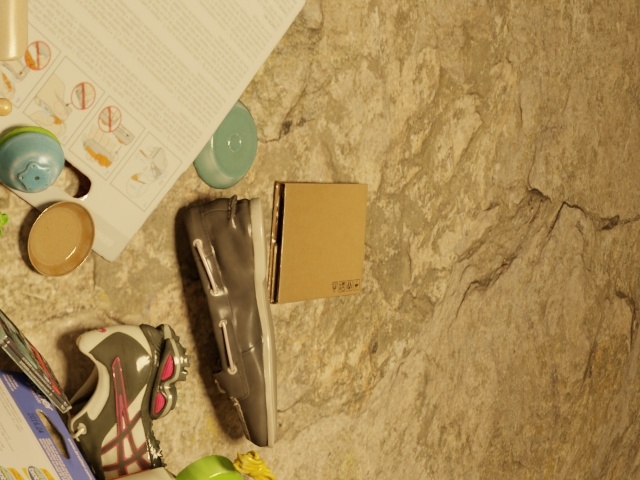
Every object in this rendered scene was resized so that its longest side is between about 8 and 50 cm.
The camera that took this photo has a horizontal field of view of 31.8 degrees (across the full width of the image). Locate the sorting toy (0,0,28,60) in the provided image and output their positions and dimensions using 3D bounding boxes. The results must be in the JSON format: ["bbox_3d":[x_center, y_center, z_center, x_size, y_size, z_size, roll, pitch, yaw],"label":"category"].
[{"bbox_3d":[-0.348,-0.246,0.919,0.208,0.038,0.192,0,98,-9],"label":"sorting toy"}]

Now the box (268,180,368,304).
[{"bbox_3d":[0.000,0.000,1.565,0.201,0.021,0.164,-3,99,-54],"label":"box"}]

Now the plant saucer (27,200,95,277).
[{"bbox_3d":[-0.274,-0.003,1.177,0.083,0.015,0.083,-24,124,-42],"label":"plant saucer"}]

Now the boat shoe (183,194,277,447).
[{"bbox_3d":[-0.107,0.103,1.393,0.112,0.096,0.335,-91,178,-70],"label":"boat shoe"}]

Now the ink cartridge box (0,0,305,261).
[{"bbox_3d":[-0.219,-0.210,1.200,0.385,0.091,0.308,-55,139,-8],"label":"ink cartridge box"}]

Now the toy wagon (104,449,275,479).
[{"bbox_3d":[-0.197,0.334,1.179,0.344,0.068,0.267,-43,140,-4],"label":"toy wagon"}]

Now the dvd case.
[{"bbox_3d":[-0.296,0.112,1.122,0.013,0.087,0.119,-36,131,-9],"label":"dvd case"}]

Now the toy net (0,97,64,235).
[{"bbox_3d":[-0.340,-0.104,1.043,0.122,0.045,0.232,-35,134,2],"label":"toy net"}]

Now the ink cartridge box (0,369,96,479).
[{"bbox_3d":[-0.344,0.181,0.980,0.065,0.186,0.311,-52,146,16],"label":"ink cartridge box"}]

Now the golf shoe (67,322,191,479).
[{"bbox_3d":[-0.229,0.219,1.243,0.120,0.105,0.272,7,99,-24],"label":"golf shoe"}]

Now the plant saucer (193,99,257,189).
[{"bbox_3d":[-0.112,-0.121,1.387,0.119,0.021,0.119,-15,108,-52],"label":"plant saucer"}]
